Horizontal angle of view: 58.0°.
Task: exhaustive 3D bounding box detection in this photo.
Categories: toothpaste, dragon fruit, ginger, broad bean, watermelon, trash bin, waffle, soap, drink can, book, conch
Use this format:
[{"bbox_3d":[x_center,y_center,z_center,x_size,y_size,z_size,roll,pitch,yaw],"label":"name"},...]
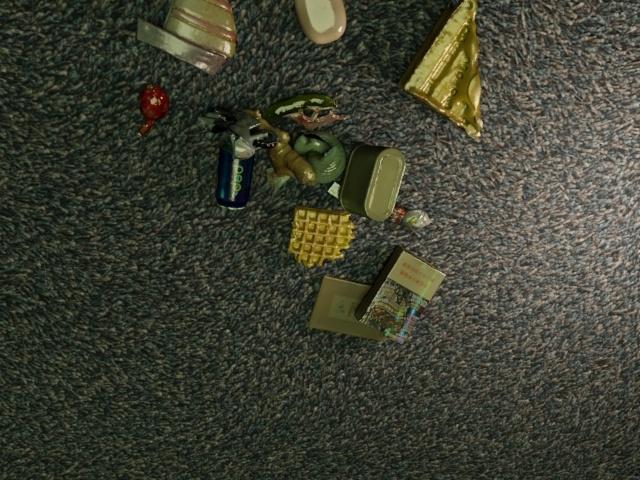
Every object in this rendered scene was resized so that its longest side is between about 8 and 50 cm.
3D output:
[{"bbox_3d":[0.100,-0.145,1.991,0.164,0.034,0.046,33,104,-17],"label":"toothpaste"},{"bbox_3d":[-0.526,-0.402,1.808,0.094,0.094,0.191,17,129,-12],"label":"dragon fruit"},{"bbox_3d":[-0.140,-0.297,1.853,0.081,0.148,0.334,-39,91,-27],"label":"ginger"},{"bbox_3d":[-0.071,-0.435,1.858,0.254,0.046,0.065,-13,124,-3],"label":"broad bean"},{"bbox_3d":[-0.139,-0.207,1.925,0.085,0.061,0.085,2,122,4],"label":"watermelon"},{"bbox_3d":[0.164,-0.189,1.849,0.121,0.247,0.244,13,95,-17],"label":"trash bin"},{"bbox_3d":[0.000,0.000,2.022,0.229,0.057,0.219,9,109,-11],"label":"waffle"},{"bbox_3d":[0.461,-0.545,1.815,0.304,0.169,0.339,29,106,-16],"label":"soap"},{"bbox_3d":[-0.280,-0.210,1.880,0.118,0.118,0.205,6,109,-9],"label":"drink can"},{"bbox_3d":[0.130,0.256,2.152,0.310,0.021,0.217,13,109,-11],"label":"book"},{"bbox_3d":[0.014,-0.282,1.874,0.172,0.131,0.200,53,138,4],"label":"conch"}]

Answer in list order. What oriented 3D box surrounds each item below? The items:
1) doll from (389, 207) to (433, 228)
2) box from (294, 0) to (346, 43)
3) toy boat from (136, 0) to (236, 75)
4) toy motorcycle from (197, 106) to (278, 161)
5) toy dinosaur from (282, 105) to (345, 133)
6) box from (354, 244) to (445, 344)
[{"bbox_3d":[0.309,-0.081,2.024,0.180,0.079,0.094,12,137,-4],"label":"doll"},{"bbox_3d":[-0.001,-0.700,1.745,0.145,0.088,0.201,-17,112,2],"label":"box"},{"bbox_3d":[-0.368,-0.642,1.720,0.276,0.111,0.294,39,92,-25],"label":"toy boat"},{"bbox_3d":[-0.266,-0.329,1.773,0.270,0.159,0.106,27,140,19],"label":"toy motorcycle"},{"bbox_3d":[-0.020,-0.392,1.864,0.220,0.032,0.108,-4,135,-25],"label":"toy dinosaur"},{"bbox_3d":[0.289,0.198,2.094,0.198,0.084,0.310,29,97,-15],"label":"box"}]
